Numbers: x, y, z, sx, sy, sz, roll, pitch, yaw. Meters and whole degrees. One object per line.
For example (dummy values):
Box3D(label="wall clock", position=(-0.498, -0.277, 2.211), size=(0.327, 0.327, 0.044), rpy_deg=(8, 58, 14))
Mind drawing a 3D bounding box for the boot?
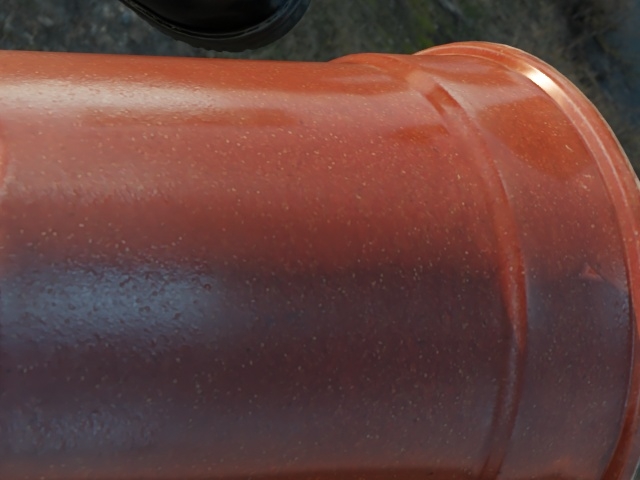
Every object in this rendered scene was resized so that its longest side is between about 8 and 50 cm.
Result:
Box3D(label="boot", position=(-0.187, -0.298, 0.909), size=(0.348, 0.260, 0.131), rpy_deg=(26, 83, 19))

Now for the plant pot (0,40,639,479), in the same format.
Box3D(label="plant pot", position=(-0.047, 0.032, 0.461), size=(0.265, 0.272, 0.272), rpy_deg=(2, 63, -34))
